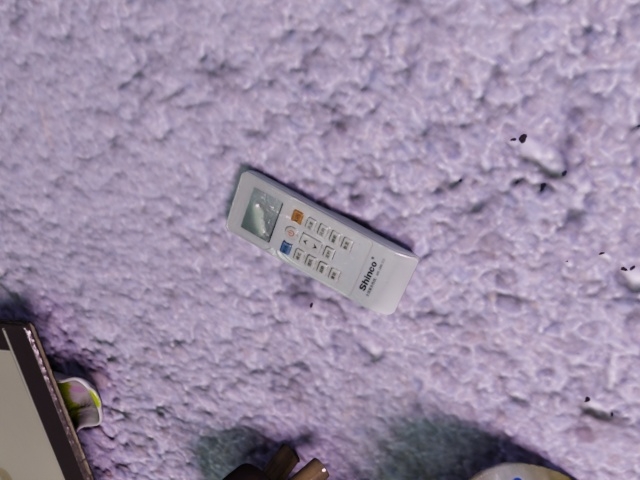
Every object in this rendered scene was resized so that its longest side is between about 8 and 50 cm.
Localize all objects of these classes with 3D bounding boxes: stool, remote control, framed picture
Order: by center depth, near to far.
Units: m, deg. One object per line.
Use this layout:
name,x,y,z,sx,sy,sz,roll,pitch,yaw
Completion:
remote control,0.000,0.000,0.628,0.162,0.029,0.061,29,118,12
stool,-0.050,0.277,0.721,0.125,0.121,0.217,47,151,15
framed picture,-0.394,0.199,0.850,0.347,0.016,0.265,-3,112,31

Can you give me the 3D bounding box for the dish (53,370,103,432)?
dish,-0.272,0.165,0.802,0.137,0.039,0.091,-14,107,29

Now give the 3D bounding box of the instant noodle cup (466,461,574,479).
instant noodle cup,0.139,0.354,0.605,0.296,0.296,0.214,42,130,-1
